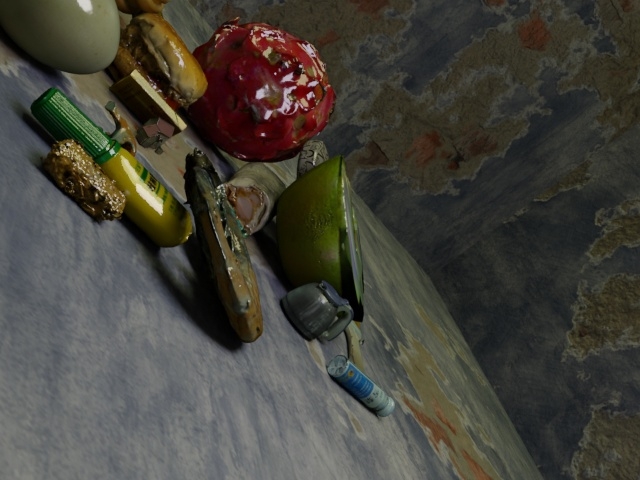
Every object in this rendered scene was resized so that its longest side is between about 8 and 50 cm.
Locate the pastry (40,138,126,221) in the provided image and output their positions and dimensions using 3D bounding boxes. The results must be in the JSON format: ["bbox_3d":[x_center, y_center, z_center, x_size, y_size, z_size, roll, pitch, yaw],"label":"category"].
[{"bbox_3d":[-0.340,-0.087,1.268,0.140,0.056,0.080,55,15,-25],"label":"pastry"}]

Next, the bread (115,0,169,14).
[{"bbox_3d":[-0.473,-0.577,1.920,0.311,0.121,0.173,21,5,10],"label":"bread"}]

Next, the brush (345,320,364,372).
[{"bbox_3d":[0.078,0.245,2.102,0.085,0.020,0.336,50,11,-15],"label":"brush"}]

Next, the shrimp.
[{"bbox_3d":[-0.184,-0.027,1.483,0.272,0.085,0.445,76,-6,-48],"label":"shrimp"}]

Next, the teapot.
[{"bbox_3d":[0.001,0.150,1.826,0.149,0.108,0.111,50,12,-10],"label":"teapot"}]

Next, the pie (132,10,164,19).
[{"bbox_3d":[-0.413,-0.507,2.137,0.323,0.070,0.323,160,-90,-89],"label":"pie"}]

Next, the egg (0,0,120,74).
[{"bbox_3d":[-0.443,-0.393,1.479,0.254,0.188,0.188,52,8,-38],"label":"egg"}]

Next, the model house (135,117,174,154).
[{"bbox_3d":[-0.330,-0.215,1.748,0.057,0.058,0.083,57,11,24],"label":"model house"}]

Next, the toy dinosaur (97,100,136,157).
[{"bbox_3d":[-0.336,-0.152,1.484,0.212,0.057,0.142,59,-6,45],"label":"toy dinosaur"}]

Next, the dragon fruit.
[{"bbox_3d":[-0.161,-0.372,2.169,0.386,0.371,0.249,63,4,-7],"label":"dragon fruit"}]

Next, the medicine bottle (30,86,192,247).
[{"bbox_3d":[-0.323,-0.109,1.360,0.309,0.076,0.111,46,3,-25],"label":"medicine bottle"}]

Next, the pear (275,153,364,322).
[{"bbox_3d":[-0.004,-0.003,2.003,0.399,0.165,0.399,-7,90,-84],"label":"pear"}]

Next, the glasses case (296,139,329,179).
[{"bbox_3d":[-0.009,-0.087,2.242,0.137,0.085,0.355,-70,158,-55],"label":"glasses case"}]

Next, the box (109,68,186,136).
[{"bbox_3d":[-0.353,-0.274,1.794,0.156,0.089,0.022,47,52,-22],"label":"box"}]

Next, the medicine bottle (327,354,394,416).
[{"bbox_3d":[0.088,0.307,1.834,0.191,0.051,0.051,46,12,-35],"label":"medicine bottle"}]

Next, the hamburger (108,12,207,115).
[{"bbox_3d":[-0.355,-0.382,1.915,0.244,0.163,0.244,48,9,-9],"label":"hamburger"}]

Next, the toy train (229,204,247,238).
[{"bbox_3d":[-0.183,-0.030,1.807,0.092,0.045,0.029,54,12,25],"label":"toy train"}]

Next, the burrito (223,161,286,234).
[{"bbox_3d":[-0.153,-0.106,2.049,0.143,0.105,0.299,47,12,-6],"label":"burrito"}]
